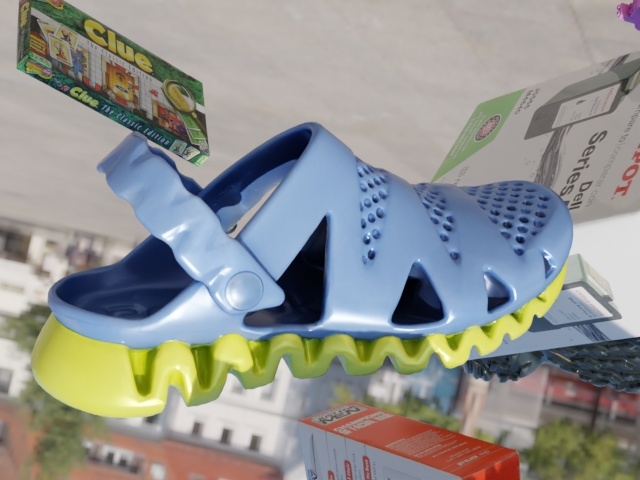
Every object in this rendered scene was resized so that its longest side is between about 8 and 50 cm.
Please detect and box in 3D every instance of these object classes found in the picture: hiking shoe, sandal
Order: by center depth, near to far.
[{"bbox_3d":[0.000,0.000,0.743,0.317,0.138,0.126,-10,-157,-24],"label":"sandal"},{"bbox_3d":[0.270,0.073,1.412,0.304,0.132,0.113,1,142,37],"label":"hiking shoe"}]

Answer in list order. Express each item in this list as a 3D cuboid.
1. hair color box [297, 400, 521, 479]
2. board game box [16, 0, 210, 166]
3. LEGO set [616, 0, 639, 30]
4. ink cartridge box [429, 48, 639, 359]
[{"bbox_3d":[0.058,0.168,0.886,0.053,0.093,0.167,-17,-164,-35],"label":"hair color box"},{"bbox_3d":[-0.241,-0.194,1.612,0.260,0.136,0.030,28,124,-36],"label":"board game box"},{"bbox_3d":[0.395,-0.277,1.535,0.093,0.087,0.227,14,151,-10],"label":"LEGO set"},{"bbox_3d":[0.199,-0.030,0.996,0.115,0.198,0.273,46,147,-20],"label":"ink cartridge box"}]
